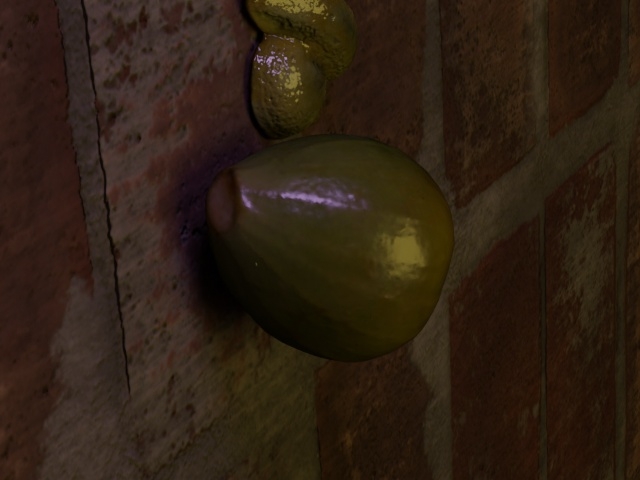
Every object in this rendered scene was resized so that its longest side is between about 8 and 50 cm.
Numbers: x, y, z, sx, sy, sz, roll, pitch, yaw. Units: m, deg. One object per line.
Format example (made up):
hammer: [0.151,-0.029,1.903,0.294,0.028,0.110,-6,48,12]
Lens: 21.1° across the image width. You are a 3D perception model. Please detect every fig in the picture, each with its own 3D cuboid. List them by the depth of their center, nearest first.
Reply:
fig: [0.000,0.000,1.558,0.207,0.230,0.207,-163,-90,-81]

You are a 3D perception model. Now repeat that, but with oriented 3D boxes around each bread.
bread: [-0.019,-0.179,1.605,0.149,0.065,0.187,-62,149,-25]
